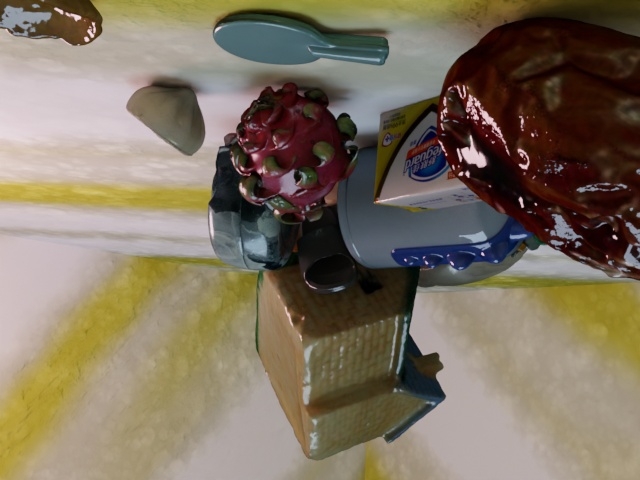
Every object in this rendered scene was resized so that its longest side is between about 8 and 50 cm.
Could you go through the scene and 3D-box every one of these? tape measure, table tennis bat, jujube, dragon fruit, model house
[{"bbox_3d":[-0.120,-0.072,1.773,0.147,0.257,0.275,5,177,11],"label":"tape measure"},{"bbox_3d":[-0.026,-0.265,1.267,0.237,0.038,0.149,6,170,5],"label":"table tennis bat"},{"bbox_3d":[0.329,-0.117,1.152,0.376,0.277,0.276,26,-178,28],"label":"jujube"},{"bbox_3d":[-0.052,-0.132,1.542,0.198,0.218,0.273,32,144,-2],"label":"dragon fruit"},{"bbox_3d":[0.072,0.197,1.988,0.342,0.335,0.382,-16,139,-16],"label":"model house"}]

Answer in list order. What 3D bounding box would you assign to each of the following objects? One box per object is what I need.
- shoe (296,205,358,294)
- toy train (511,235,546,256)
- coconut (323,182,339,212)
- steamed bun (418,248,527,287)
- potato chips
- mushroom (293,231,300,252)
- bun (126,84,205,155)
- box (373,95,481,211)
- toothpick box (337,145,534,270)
[{"bbox_3d":[0.000,0.000,1.837,0.108,0.241,0.093,-19,131,5],"label":"shoe"},{"bbox_3d":[0.419,-0.073,1.861,0.136,0.228,0.091,29,-166,-2],"label":"toy train"},{"bbox_3d":[0.033,-0.105,1.975,0.122,0.116,0.116,3,171,13],"label":"coconut"},{"bbox_3d":[0.294,-0.011,2.082,0.247,0.236,0.383,10,169,-42],"label":"steamed bun"},{"bbox_3d":[-0.351,-0.290,1.121,0.208,0.062,0.195,10,174,-42],"label":"potato chips"},{"bbox_3d":[0.005,-0.021,2.136,0.163,0.278,0.297,-33,162,34],"label":"mushroom"},{"bbox_3d":[-0.237,-0.207,1.524,0.138,0.094,0.138,36,-176,-3],"label":"bun"},{"bbox_3d":[0.211,-0.145,1.527,0.097,0.169,0.265,14,168,-36],"label":"box"},{"bbox_3d":[0.231,-0.060,1.739,0.354,0.263,0.263,-4,168,30],"label":"toothpick box"}]
